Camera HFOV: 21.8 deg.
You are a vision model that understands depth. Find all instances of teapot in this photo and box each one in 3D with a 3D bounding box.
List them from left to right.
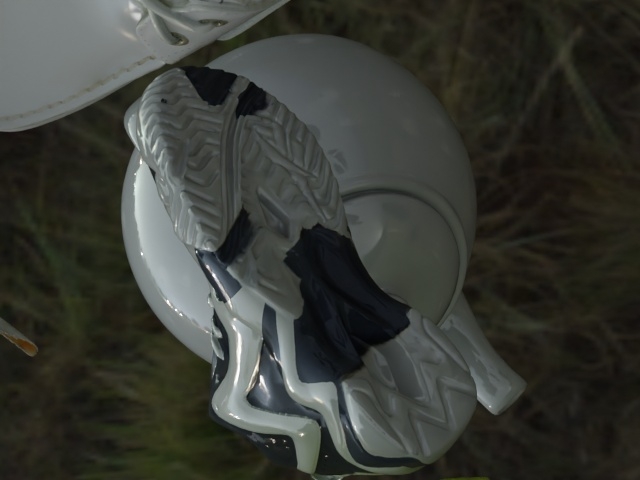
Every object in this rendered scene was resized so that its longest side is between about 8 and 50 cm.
[{"bbox_3d":[0.000,0.000,1.064,0.187,0.256,0.253,-126,31,-51],"label":"teapot"}]

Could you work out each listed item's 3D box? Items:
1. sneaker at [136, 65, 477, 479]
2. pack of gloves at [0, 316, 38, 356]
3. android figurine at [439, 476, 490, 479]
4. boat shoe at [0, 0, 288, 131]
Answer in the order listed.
[{"bbox_3d":[-0.035,0.033,0.871,0.235,0.094,0.153,48,143,-2],"label":"sneaker"},{"bbox_3d":[-0.251,-0.049,0.844,0.232,0.195,0.046,32,80,37],"label":"pack of gloves"},{"bbox_3d":[0.037,0.219,0.837,0.272,0.248,0.056,-23,28,10],"label":"android figurine"},{"bbox_3d":[-0.049,-0.125,0.642,0.277,0.098,0.096,-36,28,16],"label":"boat shoe"}]
